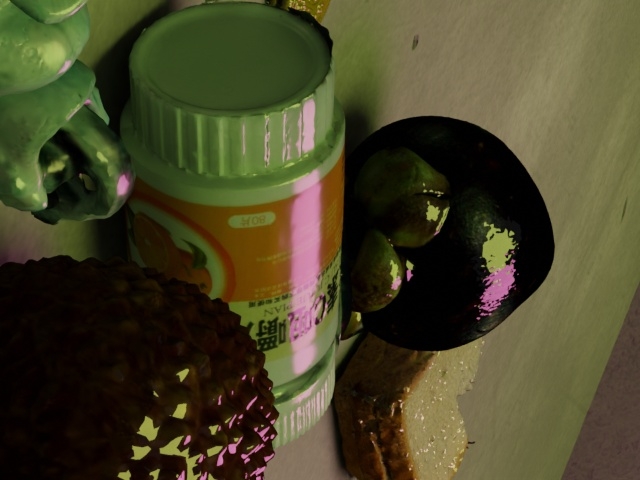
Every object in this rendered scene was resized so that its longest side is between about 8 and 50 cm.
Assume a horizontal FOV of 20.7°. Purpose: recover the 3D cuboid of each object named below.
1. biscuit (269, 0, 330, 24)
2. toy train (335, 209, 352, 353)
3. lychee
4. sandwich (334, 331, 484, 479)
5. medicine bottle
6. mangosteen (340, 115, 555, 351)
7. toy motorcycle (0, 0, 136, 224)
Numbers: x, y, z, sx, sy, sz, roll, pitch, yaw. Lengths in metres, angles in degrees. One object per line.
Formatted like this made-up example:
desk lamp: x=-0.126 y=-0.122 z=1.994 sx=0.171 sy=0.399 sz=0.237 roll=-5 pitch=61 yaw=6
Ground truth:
biscuit: x=-0.014 y=-0.200 z=1.402 sx=0.084 sy=0.023 sz=0.084 roll=-53 pitch=156 yaw=-37
toy train: x=0.000 y=0.000 z=1.465 sx=0.043 sy=0.047 sz=0.207 roll=97 pitch=-9 yaw=-55
lychee: x=-0.142 y=0.118 z=1.089 sx=0.271 sy=0.236 sz=0.236 roll=-30 pitch=137 yaw=-51
sandwich: x=0.121 y=0.138 z=1.950 sx=0.288 sy=0.100 sz=0.254 roll=-58 pitch=150 yaw=-27
medicine bottle: x=-0.062 y=-0.007 z=1.273 sx=0.158 sy=0.158 sz=0.318 roll=-50 pitch=151 yaw=-42
mangosteen: x=0.089 y=-0.003 z=1.600 sx=0.243 sy=0.243 sz=0.243 roll=-51 pitch=153 yaw=-40
toy motorcycle: x=-0.193 y=-0.109 z=0.706 sx=0.154 sy=0.260 sz=0.206 roll=-56 pitch=162 yaw=-32
